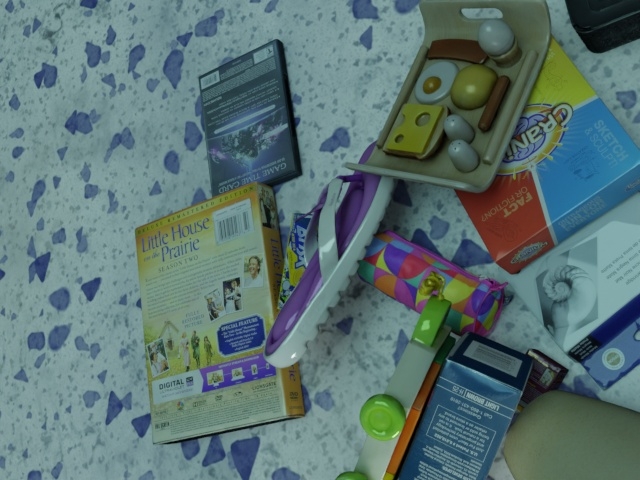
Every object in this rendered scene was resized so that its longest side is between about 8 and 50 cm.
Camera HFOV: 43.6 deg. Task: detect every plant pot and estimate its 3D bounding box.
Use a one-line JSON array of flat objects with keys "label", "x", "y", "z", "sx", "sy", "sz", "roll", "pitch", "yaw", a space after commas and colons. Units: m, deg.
[{"label": "plant pot", "x": 0.363, "y": 0.306, "z": 0.970, "sx": 0.274, "sy": 0.256, "sz": 0.256, "roll": 39, "pitch": 102, "yaw": 50}]

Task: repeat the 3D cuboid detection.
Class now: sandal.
[{"label": "sandal", "x": 0.006, "y": -0.001, "z": 1.248, "sx": 0.416, "sy": 0.102, "sz": 0.169, "roll": -64, "pitch": 17, "yaw": -13}]

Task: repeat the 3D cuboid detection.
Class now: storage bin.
[{"label": "storage bin", "x": 0.445, "y": -0.361, "z": 1.133, "sx": 0.180, "sy": 0.084, "sz": 0.122, "roll": -19, "pitch": 70, "yaw": 29}]

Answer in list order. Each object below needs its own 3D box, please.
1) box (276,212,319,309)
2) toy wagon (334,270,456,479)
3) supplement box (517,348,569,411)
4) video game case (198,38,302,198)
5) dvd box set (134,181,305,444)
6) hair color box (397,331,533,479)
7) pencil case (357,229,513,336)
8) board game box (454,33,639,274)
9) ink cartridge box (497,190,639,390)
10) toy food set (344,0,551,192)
[{"label": "box", "x": -0.024, "y": 0.040, "z": 1.364, "sx": 0.059, "sy": 0.054, "sz": 0.169, "roll": 5, "pitch": 83, "yaw": 34}, {"label": "toy wagon", "x": 0.116, "y": 0.208, "z": 1.086, "sx": 0.068, "sy": 0.267, "sz": 0.344, "roll": 24, "pitch": 109, "yaw": 14}, {"label": "supplement box", "x": 0.302, "y": 0.202, "z": 1.129, "sx": 0.055, "sy": 0.043, "sz": 0.083, "roll": 35, "pitch": 100, "yaw": 33}, {"label": "video game case", "x": -0.138, "y": -0.221, "z": 1.511, "sx": 0.196, "sy": 0.026, "sz": 0.274, "roll": -18, "pitch": 72, "yaw": 28}, {"label": "dvd box set", "x": -0.195, "y": 0.136, "z": 1.449, "sx": 0.308, "sy": 0.062, "sz": 0.420, "roll": -19, "pitch": 71, "yaw": 28}, {"label": "hair color box", "x": 0.167, "y": 0.311, "z": 1.071, "sx": 0.105, "sy": 0.174, "sz": 0.347, "roll": 22, "pitch": 102, "yaw": 16}, {"label": "pencil case", "x": 0.168, "y": 0.062, "z": 1.210, "sx": 0.236, "sy": 0.104, "sz": 0.104, "roll": 26, "pitch": 94, "yaw": 34}, {"label": "board game box", "x": 0.295, "y": -0.146, "z": 1.164, "sx": 0.242, "sy": 0.064, "sz": 0.316, "roll": -38, "pitch": 53, "yaw": 20}, {"label": "ink cartridge box", "x": 0.395, "y": 0.052, "z": 1.100, "sx": 0.223, "sy": 0.045, "sz": 0.224, "roll": -45, "pitch": 61, "yaw": 16}, {"label": "toy food set", "x": 0.180, "y": -0.219, "z": 1.161, "sx": 0.220, "sy": 0.092, "sz": 0.306, "roll": 14, "pitch": 73, "yaw": 41}]
